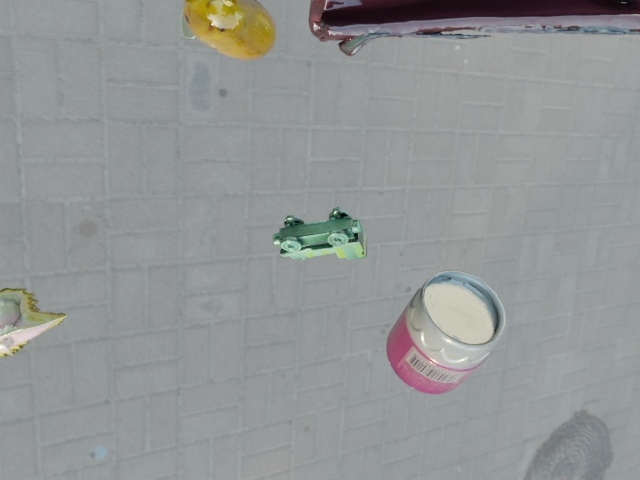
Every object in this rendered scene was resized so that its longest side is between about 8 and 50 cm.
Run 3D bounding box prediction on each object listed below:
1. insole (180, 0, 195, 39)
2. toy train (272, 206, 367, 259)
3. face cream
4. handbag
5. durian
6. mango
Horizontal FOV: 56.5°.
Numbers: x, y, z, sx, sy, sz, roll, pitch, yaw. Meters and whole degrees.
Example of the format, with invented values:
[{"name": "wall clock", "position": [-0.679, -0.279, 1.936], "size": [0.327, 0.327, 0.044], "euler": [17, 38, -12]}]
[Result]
[{"name": "insole", "position": [-0.320, -0.637, 1.538], "size": [0.003, 0.080, 0.231], "euler": [-17, 122, -64]}, {"name": "toy train", "position": [0.000, -0.001, 1.331], "size": [0.132, 0.200, 0.083], "euler": [61, 28, -51]}, {"name": "face cream", "position": [0.235, 0.176, 1.131], "size": [0.175, 0.175, 0.194], "euler": [-14, 149, -27]}, {"name": "handbag", "position": [0.095, -0.176, 0.398], "size": [0.216, 0.203, 0.073], "euler": [-2, 113, 3]}, {"name": "durian", "position": [-0.488, 0.141, 0.942], "size": [0.224, 0.140, 0.078], "euler": [-3, 123, 17]}, {"name": "mango", "position": [-0.131, -0.308, 0.842], "size": [0.178, 0.115, 0.090], "euler": [-17, 128, -66]}]
